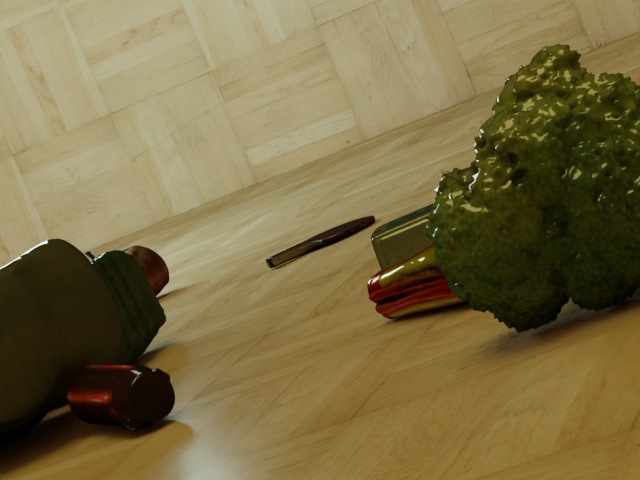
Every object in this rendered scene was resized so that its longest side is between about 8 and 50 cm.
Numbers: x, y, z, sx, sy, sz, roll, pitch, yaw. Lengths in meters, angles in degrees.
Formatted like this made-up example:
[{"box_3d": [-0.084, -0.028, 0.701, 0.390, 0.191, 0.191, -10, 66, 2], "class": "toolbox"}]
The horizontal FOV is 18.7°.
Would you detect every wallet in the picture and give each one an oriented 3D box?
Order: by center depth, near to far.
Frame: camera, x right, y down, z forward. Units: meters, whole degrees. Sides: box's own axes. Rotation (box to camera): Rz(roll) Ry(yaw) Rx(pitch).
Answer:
[{"box_3d": [0.160, -0.009, 1.687, 0.241, 0.067, 0.141, -28, 6, -33], "class": "wallet"}]

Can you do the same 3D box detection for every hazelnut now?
[{"box_3d": [-0.252, 0.049, 2.647, 0.086, 0.086, 0.086, -23, 6, 3], "class": "hazelnut"}]

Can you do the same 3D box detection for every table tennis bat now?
[{"box_3d": [0.000, 0.000, 2.451, 0.158, 0.014, 0.095, -24, 7, -30], "class": "table tennis bat"}]

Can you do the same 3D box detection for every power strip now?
[{"box_3d": [0.167, -0.031, 1.910, 0.272, 0.052, 0.078, -22, 7, 8], "class": "power strip"}]

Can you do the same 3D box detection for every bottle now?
[{"box_3d": [-0.174, 0.137, 1.705, 0.060, 0.060, 0.164, -26, 7, -23], "class": "bottle"}]

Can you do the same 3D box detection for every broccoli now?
[{"box_3d": [0.212, -0.066, 1.423, 0.254, 0.186, 0.302, -31, 9, 24], "class": "broccoli"}]

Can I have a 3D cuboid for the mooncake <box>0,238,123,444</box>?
[{"box_3d": [-0.311, 0.121, 1.848, 0.275, 0.135, 0.275, -35, -5, -3], "class": "mooncake"}]

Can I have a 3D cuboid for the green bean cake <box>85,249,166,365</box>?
[{"box_3d": [-0.298, 0.108, 2.105, 0.227, 0.125, 0.222, -23, 8, 15], "class": "green bean cake"}]
